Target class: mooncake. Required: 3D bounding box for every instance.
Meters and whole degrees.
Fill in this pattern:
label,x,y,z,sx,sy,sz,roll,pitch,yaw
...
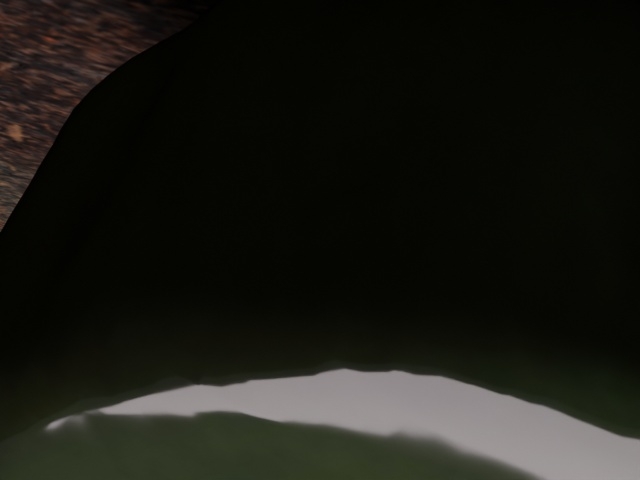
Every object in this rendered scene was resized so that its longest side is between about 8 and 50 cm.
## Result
label,x,y,z,sx,sy,sz,roll,pitch,yaw
mooncake,0.037,0.071,0.516,0.351,0.187,0.351,11,138,10
